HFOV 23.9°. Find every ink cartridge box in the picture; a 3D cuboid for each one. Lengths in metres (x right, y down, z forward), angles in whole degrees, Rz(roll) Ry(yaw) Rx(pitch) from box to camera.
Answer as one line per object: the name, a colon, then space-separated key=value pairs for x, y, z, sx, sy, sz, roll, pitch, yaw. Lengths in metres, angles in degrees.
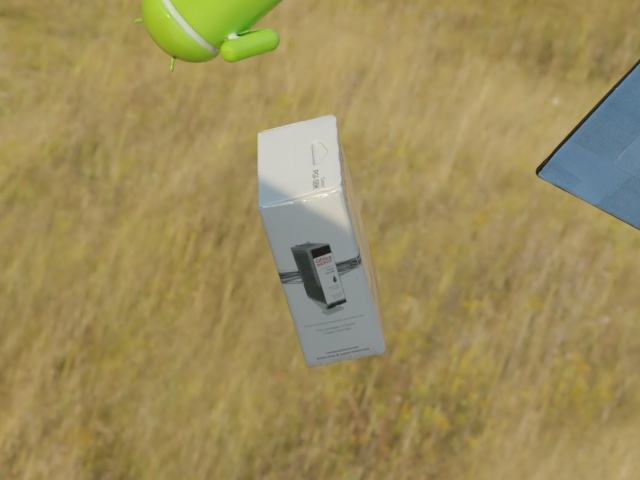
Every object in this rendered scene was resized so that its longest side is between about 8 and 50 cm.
ink cartridge box: x=0.000 y=0.000 z=1.005 sx=0.056 sy=0.135 sz=0.099 roll=-12 pitch=33 yaw=6

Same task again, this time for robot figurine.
robot figurine: x=-0.067 y=-0.162 z=0.974 sx=0.101 sy=0.115 sz=0.067 roll=56 pitch=16 yaw=17

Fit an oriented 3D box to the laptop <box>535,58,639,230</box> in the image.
laptop: x=0.390 y=0.014 z=1.137 sx=0.382 sy=0.236 sz=0.408 roll=27 pitch=23 yaw=-6
